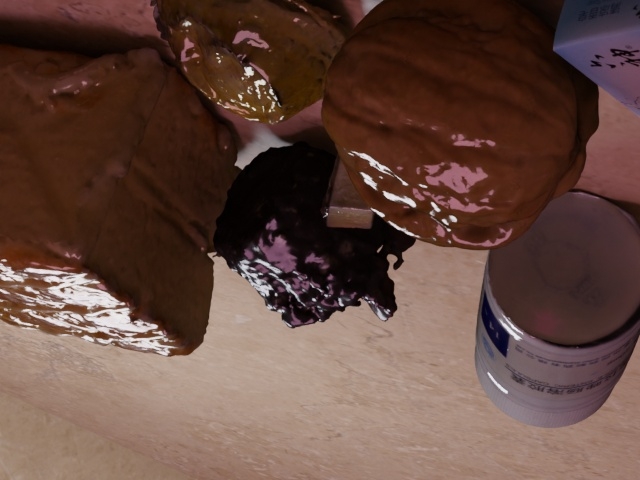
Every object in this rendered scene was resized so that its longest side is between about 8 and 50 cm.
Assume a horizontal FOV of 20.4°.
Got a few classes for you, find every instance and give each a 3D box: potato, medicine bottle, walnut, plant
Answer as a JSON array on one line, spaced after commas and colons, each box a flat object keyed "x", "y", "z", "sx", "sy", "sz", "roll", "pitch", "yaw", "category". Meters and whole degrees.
[{"x": 0.041, "y": -0.078, "z": 1.952, "sx": 0.061, "sy": 0.122, "sz": 0.086, "roll": 13, "pitch": 164, "yaw": 0, "category": "potato"}, {"x": 0.280, "y": 0.091, "z": 2.087, "sx": 0.190, "sy": 0.190, "sz": 0.332, "roll": 15, "pitch": 160, "yaw": 8, "category": "medicine bottle"}, {"x": 0.122, "y": -0.116, "z": 1.642, "sx": 0.257, "sy": 0.257, "sz": 0.224, "roll": 7, "pitch": -170, "yaw": 26, "category": "walnut"}, {"x": 0.000, "y": 0.000, "z": 2.080, "sx": 0.234, "sy": 0.204, "sz": 0.178, "roll": 36, "pitch": 152, "yaw": -31, "category": "plant"}]

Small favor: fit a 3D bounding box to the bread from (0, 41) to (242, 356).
[{"x": -0.326, "y": -0.053, "z": 2.089, "sx": 0.390, "sy": 0.279, "sz": 0.371, "roll": 8, "pitch": 160, "yaw": 24, "category": "bread"}]

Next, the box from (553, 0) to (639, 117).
[{"x": 0.335, "y": -0.156, "z": 1.555, "sx": 0.232, "sy": 0.083, "sz": 0.143, "roll": 30, "pitch": 157, "yaw": -34, "category": "box"}]

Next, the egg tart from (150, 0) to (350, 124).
[{"x": -0.075, "y": -0.189, "z": 1.804, "sx": 0.232, "sy": 0.098, "sz": 0.252, "roll": 33, "pitch": 159, "yaw": -27, "category": "egg tart"}]
